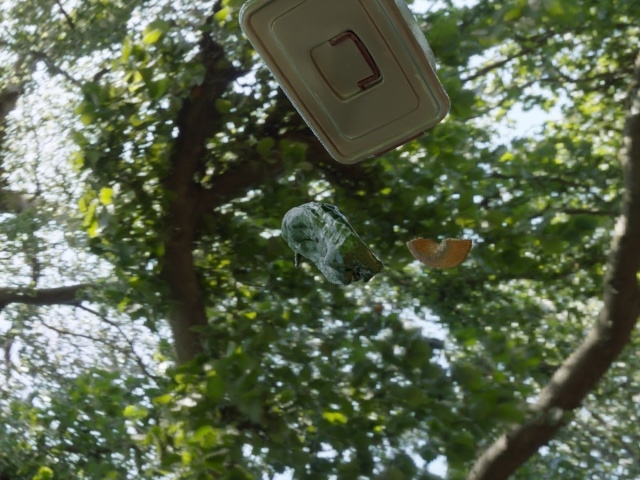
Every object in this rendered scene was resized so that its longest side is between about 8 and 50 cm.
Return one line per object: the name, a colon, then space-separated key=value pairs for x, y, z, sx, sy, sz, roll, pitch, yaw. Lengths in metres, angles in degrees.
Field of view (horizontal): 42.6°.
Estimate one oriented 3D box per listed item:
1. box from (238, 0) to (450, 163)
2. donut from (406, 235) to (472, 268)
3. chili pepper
box: x=0.042 y=-0.276 z=1.139 sx=0.294 sy=0.193 sz=0.167 roll=52 pitch=-152 yaw=-29
donut: x=0.160 y=0.009 z=1.146 sx=0.038 sy=0.083 sz=0.067 roll=-16 pitch=-43 yaw=-51
chili pepper: x=0.006 y=0.001 z=1.012 sx=0.074 sy=0.257 sz=0.100 roll=-25 pitch=-74 yaw=-8
